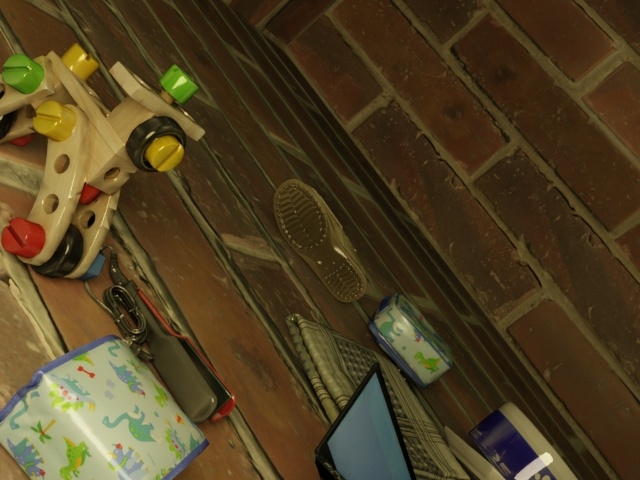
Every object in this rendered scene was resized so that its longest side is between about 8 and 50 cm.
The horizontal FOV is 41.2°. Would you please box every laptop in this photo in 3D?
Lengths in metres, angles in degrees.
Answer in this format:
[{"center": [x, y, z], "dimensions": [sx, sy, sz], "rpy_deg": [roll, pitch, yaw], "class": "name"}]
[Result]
[{"center": [0.095, 0.292, 0.855], "dimensions": [0.264, 0.137, 0.234], "rpy_deg": [26, -41, 62], "class": "laptop"}]

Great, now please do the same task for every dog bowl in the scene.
[{"center": [0.401, 0.439, 1.609], "dimensions": [0.265, 0.104, 0.265], "rpy_deg": [53, 0, 1], "class": "dog bowl"}]

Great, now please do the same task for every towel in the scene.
[{"center": [0.099, 0.269, 1.315], "dimensions": [0.312, 0.056, 0.324], "rpy_deg": [35, 20, -49], "class": "towel"}]

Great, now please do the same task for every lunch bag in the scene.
[{"center": [-0.165, 0.148, 0.680], "dimensions": [0.129, 0.096, 0.151], "rpy_deg": [50, 22, 3], "class": "lunch bag"}, {"center": [0.175, 0.192, 1.676], "dimensions": [0.176, 0.090, 0.219], "rpy_deg": [49, 7, 1], "class": "lunch bag"}]

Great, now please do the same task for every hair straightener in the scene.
[{"center": [-0.179, 0.094, 0.894], "dimensions": [0.230, 0.047, 0.089], "rpy_deg": [54, 13, 18], "class": "hair straightener"}]

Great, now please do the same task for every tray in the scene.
[{"center": [0.290, 0.410, 1.465], "dimensions": [0.145, 0.030, 0.270], "rpy_deg": [49, -5, -7], "class": "tray"}]

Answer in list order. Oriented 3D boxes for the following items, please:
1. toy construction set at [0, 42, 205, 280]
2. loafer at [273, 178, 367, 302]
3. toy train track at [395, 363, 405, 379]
[{"center": [-0.265, -0.140, 0.842], "dimensions": [0.309, 0.237, 0.257], "rpy_deg": [39, 17, -37], "class": "toy construction set"}, {"center": [0.000, 0.000, 1.669], "dimensions": [0.268, 0.102, 0.092], "rpy_deg": [59, 11, -2], "class": "loafer"}, {"center": [0.152, 0.253, 1.631], "dimensions": [0.048, 0.014, 0.083], "rpy_deg": [48, 12, -8], "class": "toy train track"}]
